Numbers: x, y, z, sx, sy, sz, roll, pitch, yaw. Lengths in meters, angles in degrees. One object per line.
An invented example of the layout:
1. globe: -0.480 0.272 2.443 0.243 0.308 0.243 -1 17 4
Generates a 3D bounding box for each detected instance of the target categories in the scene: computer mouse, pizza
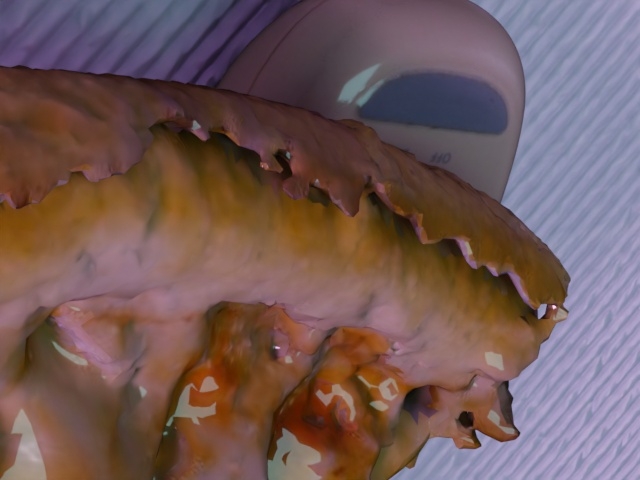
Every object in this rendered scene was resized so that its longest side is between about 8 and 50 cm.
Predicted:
1. computer mouse: 0.000 0.000 0.710 0.145 0.082 0.236 1 119 -38
2. pizza: -0.108 0.086 0.520 0.435 0.080 0.392 -56 136 -15
